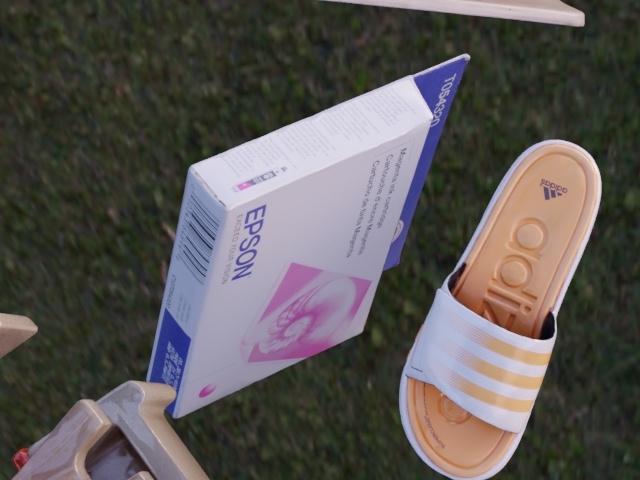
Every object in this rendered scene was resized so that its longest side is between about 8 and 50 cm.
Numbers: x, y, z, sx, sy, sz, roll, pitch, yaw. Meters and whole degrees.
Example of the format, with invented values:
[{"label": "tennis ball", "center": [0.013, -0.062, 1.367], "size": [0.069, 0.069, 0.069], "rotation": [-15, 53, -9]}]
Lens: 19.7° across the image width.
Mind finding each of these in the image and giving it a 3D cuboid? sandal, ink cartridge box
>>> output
[{"label": "sandal", "center": [0.129, 0.047, 1.353], "size": [0.102, 0.076, 0.265], "rotation": [20, 91, 9]}, {"label": "ink cartridge box", "center": [0.000, 0.000, 1.773], "size": [0.330, 0.324, 0.071], "rotation": [-23, 59, -29]}]

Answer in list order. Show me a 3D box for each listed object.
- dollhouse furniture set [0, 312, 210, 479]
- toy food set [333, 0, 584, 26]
[{"label": "dollhouse furniture set", "center": [-0.138, 0.135, 0.823], "size": [0.135, 0.259, 0.262], "rotation": [-41, 75, 10]}, {"label": "toy food set", "center": [0.070, -0.285, 1.077], "size": [0.219, 0.092, 0.306], "rotation": [1, 94, -31]}]
